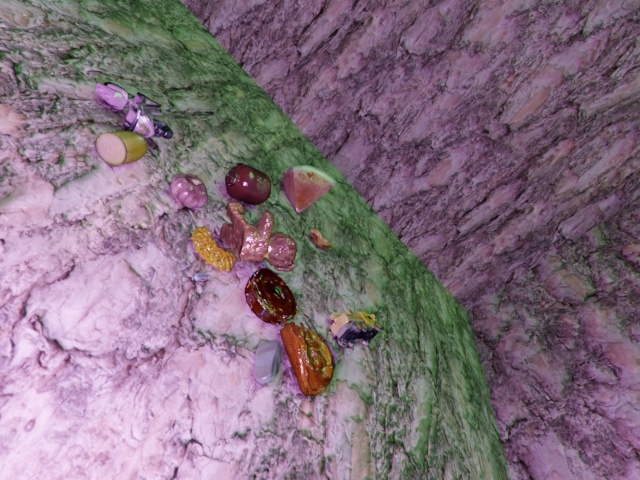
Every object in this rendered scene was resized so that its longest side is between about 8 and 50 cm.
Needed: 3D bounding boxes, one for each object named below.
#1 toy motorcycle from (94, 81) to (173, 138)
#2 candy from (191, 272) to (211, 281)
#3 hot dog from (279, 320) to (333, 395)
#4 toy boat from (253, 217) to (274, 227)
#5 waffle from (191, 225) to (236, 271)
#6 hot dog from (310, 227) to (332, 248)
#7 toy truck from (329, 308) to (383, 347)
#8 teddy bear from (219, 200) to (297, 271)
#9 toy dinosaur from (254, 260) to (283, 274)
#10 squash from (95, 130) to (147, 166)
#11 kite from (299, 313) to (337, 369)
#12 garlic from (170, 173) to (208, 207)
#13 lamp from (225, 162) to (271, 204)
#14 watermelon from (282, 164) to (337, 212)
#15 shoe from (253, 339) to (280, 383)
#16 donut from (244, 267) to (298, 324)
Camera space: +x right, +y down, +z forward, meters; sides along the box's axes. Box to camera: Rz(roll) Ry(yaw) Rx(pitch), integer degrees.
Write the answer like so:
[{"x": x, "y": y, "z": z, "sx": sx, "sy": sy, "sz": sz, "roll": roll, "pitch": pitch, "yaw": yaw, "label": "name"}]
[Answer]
[{"x": -0.739, "y": -0.508, "z": 1.673, "sx": 0.327, "sy": 0.143, "sz": 0.188, "roll": 40, "pitch": 23, "yaw": -5, "label": "toy motorcycle"}, {"x": -0.404, "y": 0.123, "z": 1.441, "sx": 0.083, "sy": 0.020, "sz": 0.030, "roll": 11, "pitch": 43, "yaw": -54, "label": "candy"}, {"x": -0.050, "y": 0.406, "z": 1.523, "sx": 0.196, "sy": 0.122, "sz": 0.272, "roll": 33, "pitch": 28, "yaw": -50, "label": "hot dog"}, {"x": -0.262, "y": -0.055, "z": 1.913, "sx": 0.078, "sy": 0.085, "sz": 0.260, "roll": 46, "pitch": 22, "yaw": -10, "label": "toy boat"}, {"x": -0.393, "y": 0.031, "z": 1.573, "sx": 0.194, "sy": 0.051, "sz": 0.149, "roll": 41, "pitch": 25, "yaw": -18, "label": "waffle"}, {"x": -0.001, "y": 0.001, "z": 2.346, "sx": 0.169, "sy": 0.078, "sz": 0.061, "roll": 38, "pitch": 64, "yaw": -24, "label": "hot dog"}, {"x": 0.154, "y": 0.389, "z": 1.945, "sx": 0.272, "sy": 0.124, "sz": 0.157, "roll": 13, "pitch": 31, "yaw": -51, "label": "toy truck"}, {"x": -0.232, "y": -0.018, "z": 1.634, "sx": 0.222, "sy": 0.246, "sz": 0.296, "roll": -5, "pitch": 41, "yaw": -34, "label": "teddy bear"}, {"x": -0.242, "y": 0.090, "z": 1.774, "sx": 0.209, "sy": 0.039, "sz": 0.082, "roll": 38, "pitch": 26, "yaw": -1, "label": "toy dinosaur"}, {"x": -0.687, "y": -0.334, "z": 1.517, "sx": 0.123, "sy": 0.123, "sz": 0.187, "roll": 48, "pitch": 23, "yaw": -5, "label": "squash"}, {"x": -0.009, "y": 0.394, "z": 1.645, "sx": 0.015, "sy": 0.141, "sz": 0.245, "roll": -14, "pitch": 54, "yaw": -36, "label": "kite"}, {"x": -0.506, "y": -0.198, "z": 1.659, "sx": 0.159, "sy": 0.102, "sz": 0.147, "roll": 43, "pitch": 24, "yaw": -15, "label": "garlic"}, {"x": -0.338, "y": -0.266, "z": 1.992, "sx": 0.258, "sy": 0.180, "sz": 0.180, "roll": 19, "pitch": 36, "yaw": -54, "label": "lamp"}, {"x": -0.070, "y": -0.319, "z": 2.501, "sx": 0.283, "sy": 0.250, "sz": 0.293, "roll": 27, "pitch": 28, "yaw": -33, "label": "watermelon"}, {"x": -0.171, "y": 0.407, "z": 1.383, "sx": 0.195, "sy": 0.079, "sz": 0.078, "roll": -89, "pitch": 170, "yaw": -70, "label": "shoe"}, {"x": -0.189, "y": 0.217, "z": 1.605, "sx": 0.235, "sy": 0.089, "sz": 0.235, "roll": 39, "pitch": 24, "yaw": -21, "label": "donut"}]
